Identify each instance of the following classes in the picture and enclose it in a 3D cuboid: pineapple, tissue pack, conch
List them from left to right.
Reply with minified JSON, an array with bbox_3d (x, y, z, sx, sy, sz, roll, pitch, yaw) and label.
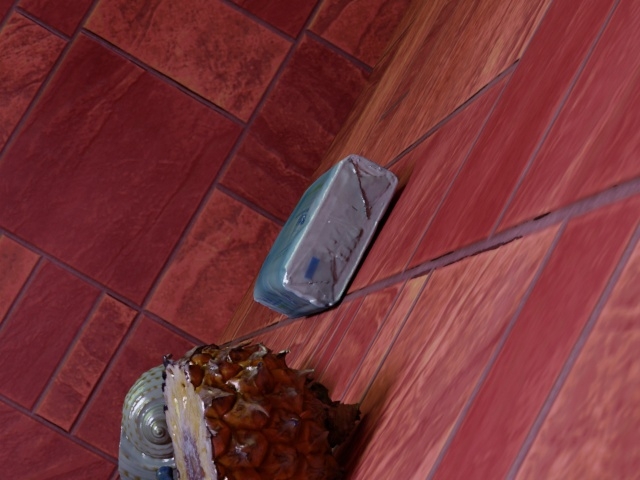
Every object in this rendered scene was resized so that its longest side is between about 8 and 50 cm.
[{"bbox_3d":[-0.170,0.239,1.814,0.200,0.131,0.172,-3,-79,-63],"label":"conch"},{"bbox_3d":[-0.031,0.147,1.048,0.176,0.136,0.161,155,102,-73],"label":"pineapple"},{"bbox_3d":[0.000,0.000,1.705,0.177,0.089,0.263,-63,4,-9],"label":"tissue pack"}]

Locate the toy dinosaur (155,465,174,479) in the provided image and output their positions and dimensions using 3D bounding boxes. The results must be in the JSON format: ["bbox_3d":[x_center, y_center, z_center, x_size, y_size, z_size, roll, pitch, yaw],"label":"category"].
[{"bbox_3d":[-0.186,0.355,1.652,0.248,0.075,0.188,-54,11,-5],"label":"toy dinosaur"}]
